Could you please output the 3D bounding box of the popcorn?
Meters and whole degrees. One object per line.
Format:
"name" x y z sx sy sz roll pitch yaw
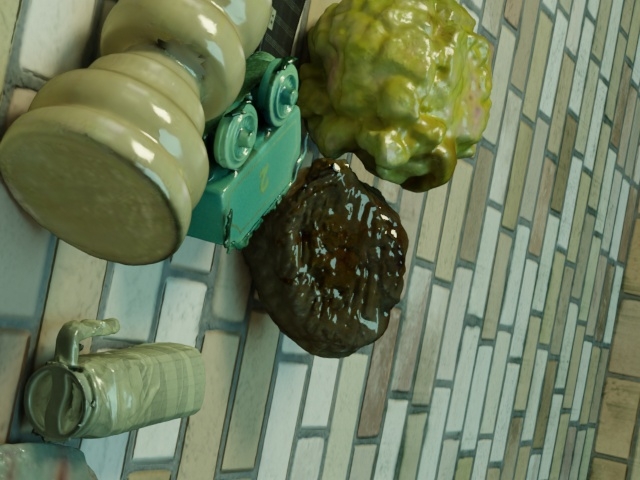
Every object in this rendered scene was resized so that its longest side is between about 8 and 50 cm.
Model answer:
"popcorn" 0.080 -0.175 1.555 0.259 0.212 0.259 -19 115 -50

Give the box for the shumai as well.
"shumai" -0.002 0.003 1.554 0.218 0.184 0.185 55 1 -24

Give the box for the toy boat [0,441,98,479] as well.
"toy boat" -0.269 0.245 1.124 0.282 0.096 0.206 44 52 -47

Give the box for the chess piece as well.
"chess piece" -0.139 -0.143 1.166 0.167 0.167 0.299 71 33 -47

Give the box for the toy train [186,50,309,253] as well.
"toy train" -0.094 -0.094 1.330 0.203 0.112 0.163 -50 149 -46

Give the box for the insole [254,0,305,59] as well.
"insole" -0.032 -0.290 1.506 0.110 0.012 0.309 35 66 -65

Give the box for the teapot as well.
"teapot" -0.184 0.122 1.246 0.200 0.077 0.107 -3 98 -65
